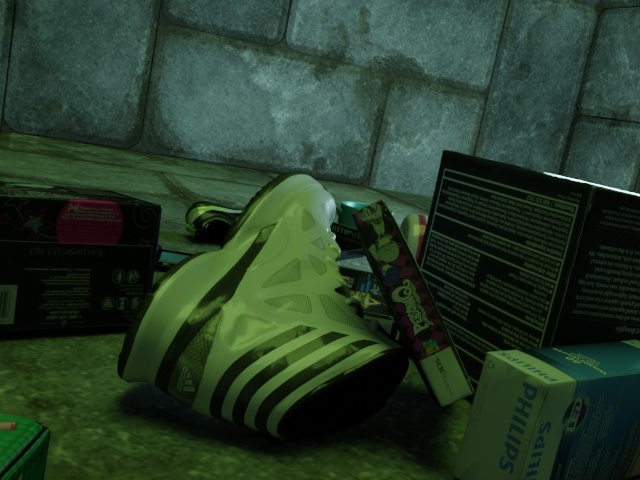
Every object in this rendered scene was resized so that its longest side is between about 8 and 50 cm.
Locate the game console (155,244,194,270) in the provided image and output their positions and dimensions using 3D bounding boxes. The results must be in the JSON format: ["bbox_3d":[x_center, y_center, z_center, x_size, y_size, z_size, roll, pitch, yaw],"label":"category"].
[{"bbox_3d":[-0.267,0.006,1.312,0.107,0.071,0.122,9,11,-9],"label":"game console"}]

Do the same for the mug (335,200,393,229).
[{"bbox_3d":[0.094,-0.038,1.862,0.158,0.097,0.129,14,11,20],"label":"mug"}]

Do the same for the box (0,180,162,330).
[{"bbox_3d":[-0.342,0.017,0.916,0.247,0.163,0.142,2,10,-41],"label":"box"}]

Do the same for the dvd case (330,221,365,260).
[{"bbox_3d":[0.000,0.000,1.460,0.179,0.029,0.239,17,-12,-24],"label":"dvd case"}]

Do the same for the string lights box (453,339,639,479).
[{"bbox_3d":[0.263,0.179,0.763,0.260,0.133,0.077,3,15,-38],"label":"string lights box"}]

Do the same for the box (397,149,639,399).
[{"bbox_3d":[0.273,0.057,0.987,0.183,0.293,0.296,9,11,-27],"label":"box"}]

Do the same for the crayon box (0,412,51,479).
[{"bbox_3d":[-0.272,0.140,0.316,0.279,0.165,0.081,11,10,0],"label":"crayon box"}]

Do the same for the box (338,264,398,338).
[{"bbox_3d":[-0.027,0.085,1.148,0.294,0.073,0.295,13,10,5],"label":"box"}]

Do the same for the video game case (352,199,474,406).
[{"bbox_3d":[0.100,0.075,0.840,0.042,0.210,0.232,-25,-10,1],"label":"video game case"}]

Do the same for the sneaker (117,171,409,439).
[{"bbox_3d":[-0.012,0.083,0.883,0.258,0.169,0.447,28,31,7],"label":"sneaker"}]

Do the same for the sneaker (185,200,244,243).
[{"bbox_3d":[-0.174,-0.016,1.587,0.235,0.084,0.097,5,36,-26],"label":"sneaker"}]

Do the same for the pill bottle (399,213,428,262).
[{"bbox_3d":[0.282,0.053,1.396,0.283,0.160,0.160,10,10,-3],"label":"pill bottle"}]
